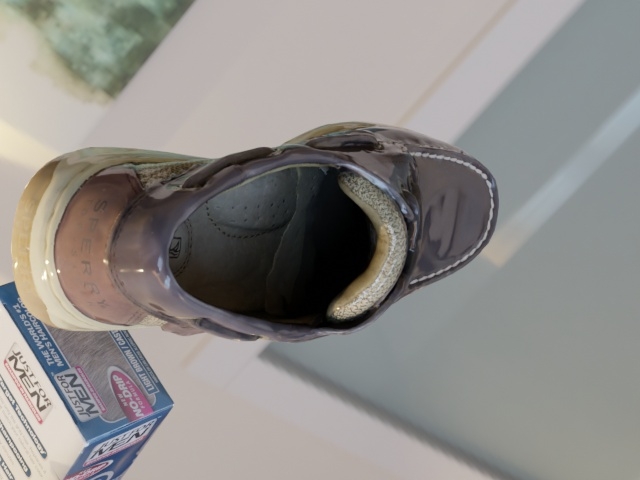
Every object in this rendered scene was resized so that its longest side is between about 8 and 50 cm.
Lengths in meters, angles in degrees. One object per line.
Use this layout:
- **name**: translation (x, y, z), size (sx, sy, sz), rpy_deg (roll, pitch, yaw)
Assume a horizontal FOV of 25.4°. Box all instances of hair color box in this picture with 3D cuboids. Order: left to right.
- **hair color box**: translation (-0.281, 0.192, 1.376), size (0.105, 0.347, 0.174), rpy_deg (-21, -112, -40)

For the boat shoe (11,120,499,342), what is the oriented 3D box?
- **boat shoe**: translation (0.000, 0.000, 0.636), size (0.092, 0.103, 0.285), rpy_deg (14, -169, 41)
